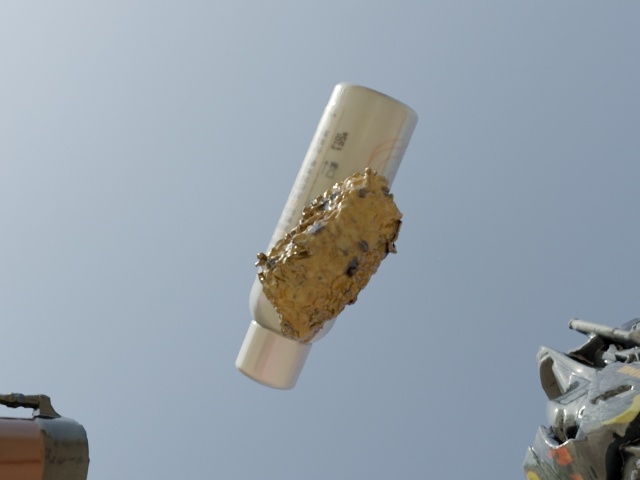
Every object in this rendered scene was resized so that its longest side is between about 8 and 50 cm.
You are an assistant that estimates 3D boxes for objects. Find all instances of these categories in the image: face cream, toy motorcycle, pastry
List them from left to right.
[{"bbox_3d":[0.000,0.000,0.869,0.082,0.082,0.269,22,-89,7],"label":"face cream"},{"bbox_3d":[0.009,0.010,0.772,0.140,0.056,0.080,-40,-72,-28],"label":"pastry"},{"bbox_3d":[0.246,0.141,0.806,0.173,0.307,0.108,-19,-76,15],"label":"toy motorcycle"}]

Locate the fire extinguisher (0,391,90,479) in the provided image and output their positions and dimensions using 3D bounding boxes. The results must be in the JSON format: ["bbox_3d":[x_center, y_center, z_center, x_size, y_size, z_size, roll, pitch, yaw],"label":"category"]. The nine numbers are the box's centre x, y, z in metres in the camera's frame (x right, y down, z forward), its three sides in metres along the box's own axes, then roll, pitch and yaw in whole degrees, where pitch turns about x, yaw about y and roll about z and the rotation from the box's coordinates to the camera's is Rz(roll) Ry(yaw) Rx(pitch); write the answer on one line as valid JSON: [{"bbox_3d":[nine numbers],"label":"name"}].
[{"bbox_3d":[-0.463,0.223,1.138,0.113,0.376,0.200,-52,-135,33],"label":"fire extinguisher"}]
